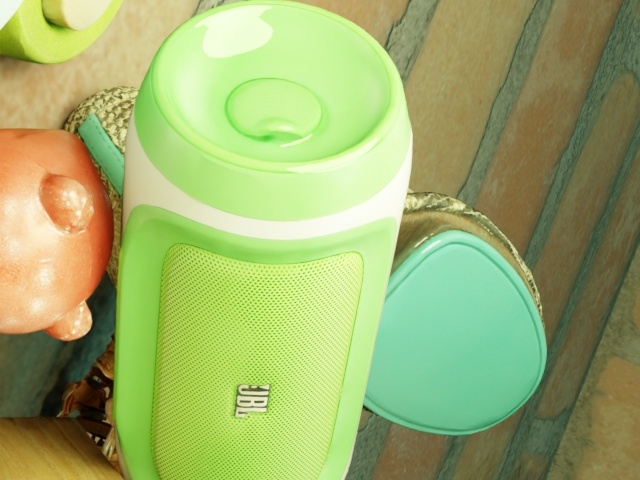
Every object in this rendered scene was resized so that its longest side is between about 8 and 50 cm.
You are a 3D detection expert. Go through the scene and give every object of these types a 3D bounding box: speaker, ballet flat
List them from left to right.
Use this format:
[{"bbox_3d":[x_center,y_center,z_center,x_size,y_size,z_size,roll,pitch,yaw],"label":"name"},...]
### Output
[{"bbox_3d":[-0.034,0.031,0.867,0.131,0.131,0.296,-53,161,-39],"label":"speaker"},{"bbox_3d":[0.000,0.000,1.170,0.164,0.182,0.483,-46,150,11],"label":"ballet flat"}]

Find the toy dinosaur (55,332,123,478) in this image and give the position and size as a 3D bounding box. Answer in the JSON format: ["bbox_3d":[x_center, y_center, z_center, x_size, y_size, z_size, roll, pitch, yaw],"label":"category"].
[{"bbox_3d":[-0.120,0.180,1.137,0.218,0.164,0.322,13,110,-56],"label":"toy dinosaur"}]

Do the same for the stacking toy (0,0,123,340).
[{"bbox_3d":[-0.123,-0.125,0.809,0.279,0.130,0.309,-54,157,-35],"label":"stacking toy"}]

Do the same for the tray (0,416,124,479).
[{"bbox_3d":[-0.119,0.227,0.857,0.411,0.076,0.202,-157,-110,-72],"label":"tray"}]
